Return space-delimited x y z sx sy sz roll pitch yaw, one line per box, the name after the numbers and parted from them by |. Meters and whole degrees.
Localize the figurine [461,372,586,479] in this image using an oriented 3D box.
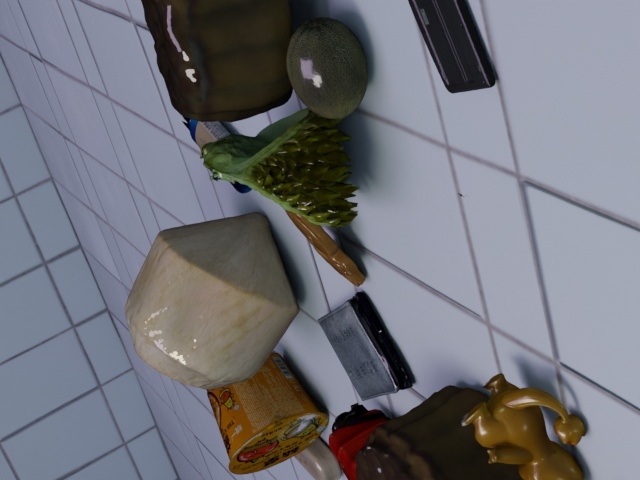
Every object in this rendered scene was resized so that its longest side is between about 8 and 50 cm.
0.267 0.239 1.402 0.122 0.121 0.176 -21 112 43 | figurine

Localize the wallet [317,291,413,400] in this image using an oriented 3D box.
0.066 0.174 1.863 0.167 0.036 0.222 61 161 3 | wallet

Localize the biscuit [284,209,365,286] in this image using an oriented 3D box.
0.003 0.005 1.721 0.133 0.027 0.184 45 177 33 | biscuit

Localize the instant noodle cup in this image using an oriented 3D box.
-0.114 0.329 2.277 0.172 0.216 0.216 60 161 26 | instant noodle cup

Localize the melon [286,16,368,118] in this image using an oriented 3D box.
0.009 -0.207 1.414 0.098 0.098 0.130 41 152 45 | melon

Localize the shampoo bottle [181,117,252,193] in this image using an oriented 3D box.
-0.174 -0.163 1.987 0.183 0.050 0.087 48 159 33 | shampoo bottle

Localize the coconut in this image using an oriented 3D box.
-0.182 0.092 2.032 0.329 0.329 0.329 50 157 30 | coconut

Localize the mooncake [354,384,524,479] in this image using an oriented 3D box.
0.190 0.370 1.599 0.324 0.187 0.324 49 154 34 | mooncake

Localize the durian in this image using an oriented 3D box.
-0.057 -0.088 1.575 0.394 0.198 0.163 -140 33 -74 | durian

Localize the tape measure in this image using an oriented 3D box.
0.129 0.412 1.879 0.260 0.114 0.253 63 172 -17 | tape measure

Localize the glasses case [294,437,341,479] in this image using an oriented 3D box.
-0.026 0.428 2.401 0.196 0.050 0.083 37 147 50 | glasses case

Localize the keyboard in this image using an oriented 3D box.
0.122 -0.230 1.209 0.103 0.041 0.381 7 116 67 | keyboard

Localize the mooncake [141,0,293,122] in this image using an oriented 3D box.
-0.142 -0.295 1.513 0.290 0.161 0.290 164 90 -78 | mooncake
